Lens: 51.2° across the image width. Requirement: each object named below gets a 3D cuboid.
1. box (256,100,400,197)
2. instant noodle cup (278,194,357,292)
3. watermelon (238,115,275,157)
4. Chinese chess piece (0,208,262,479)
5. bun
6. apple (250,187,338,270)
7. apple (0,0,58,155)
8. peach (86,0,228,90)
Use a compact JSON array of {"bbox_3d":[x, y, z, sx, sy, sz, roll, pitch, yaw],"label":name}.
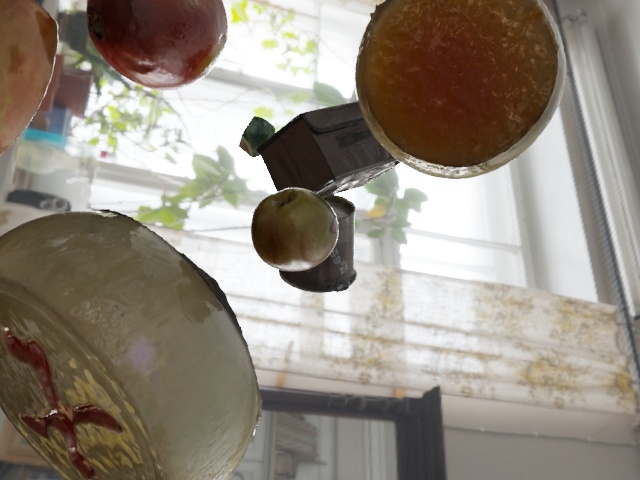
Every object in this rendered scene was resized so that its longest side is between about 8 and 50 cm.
[{"bbox_3d":[0.034,-0.185,1.411,0.188,0.252,0.153,-28,-95,49],"label":"box"},{"bbox_3d":[0.000,0.000,1.762,0.217,0.218,0.207,-112,-157,-62],"label":"instant noodle cup"},{"bbox_3d":[-0.154,-0.245,1.557,0.084,0.072,0.092,-38,124,-48],"label":"watermelon"},{"bbox_3d":[-0.218,0.131,0.687,0.140,0.338,0.338,-41,165,-42],"label":"Chinese chess piece"},{"bbox_3d":[0.198,-0.242,0.982,0.165,0.299,0.298,-29,132,-78],"label":"bun"},{"bbox_3d":[-0.025,-0.012,0.613,0.084,0.084,0.071,-108,-175,-59],"label":"apple"},{"bbox_3d":[-0.595,-0.264,1.024,0.252,0.314,0.308,-5,-116,61],"label":"apple"},{"bbox_3d":[-0.305,-0.408,1.228,0.238,0.281,0.280,-11,-116,32],"label":"peach"}]
